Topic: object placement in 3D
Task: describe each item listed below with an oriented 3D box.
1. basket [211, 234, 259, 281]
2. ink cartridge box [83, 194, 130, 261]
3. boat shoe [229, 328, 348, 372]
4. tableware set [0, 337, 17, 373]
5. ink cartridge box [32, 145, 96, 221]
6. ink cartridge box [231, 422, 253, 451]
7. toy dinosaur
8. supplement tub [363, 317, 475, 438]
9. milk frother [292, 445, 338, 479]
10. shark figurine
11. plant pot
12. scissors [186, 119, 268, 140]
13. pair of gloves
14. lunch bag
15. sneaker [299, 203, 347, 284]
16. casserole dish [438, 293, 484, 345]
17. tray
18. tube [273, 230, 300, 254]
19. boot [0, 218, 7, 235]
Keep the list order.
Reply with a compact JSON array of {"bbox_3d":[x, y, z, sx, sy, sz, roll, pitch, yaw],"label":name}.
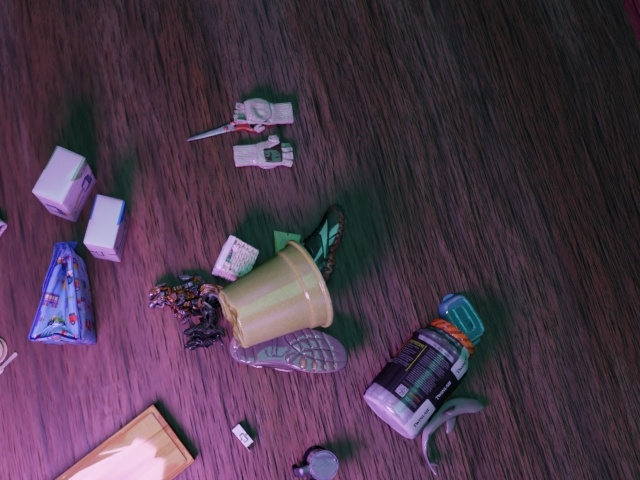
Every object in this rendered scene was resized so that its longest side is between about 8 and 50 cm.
[{"bbox_3d":[-0.262,0.065,1.809,0.103,0.167,0.113,25,74,-10],"label":"basket"},{"bbox_3d":[-0.626,-0.031,1.743,0.086,0.203,0.148,11,75,-10],"label":"ink cartridge box"},{"bbox_3d":[-0.095,0.333,1.793,0.356,0.130,0.132,9,72,-2],"label":"boat shoe"},{"bbox_3d":[-0.980,0.356,1.670,0.128,0.039,0.194,40,73,1],"label":"tableware set"},{"bbox_3d":[-0.752,-0.162,1.746,0.093,0.212,0.154,23,73,-8],"label":"ink cartridge box"},{"bbox_3d":[-0.227,0.584,1.749,0.028,0.048,0.083,-39,87,-16],"label":"ink cartridge box"},{"bbox_3d":[-0.352,0.198,1.774,0.322,0.164,0.218,-8,61,9],"label":"toy dinosaur"},{"bbox_3d":[0.308,0.415,1.805,0.207,0.207,0.338,43,74,2],"label":"supplement tub"},{"bbox_3d":[-0.003,0.688,1.720,0.129,0.135,0.143,-32,84,-15],"label":"milk frother"},{"bbox_3d":[0.381,0.568,1.833,0.166,0.116,0.278,43,72,3],"label":"shark figurine"},{"bbox_3d":[-0.142,0.172,1.677,0.254,0.276,0.276,-23,82,-19],"label":"plant pot"},{"bbox_3d":[-0.296,-0.372,1.977,0.297,0.021,0.109,-34,87,-18],"label":"scissors"},{"bbox_3d":[-0.189,-0.360,1.970,0.204,0.042,0.240,2,83,-13],"label":"pair of gloves"},{"bbox_3d":[-0.712,0.144,1.674,0.138,0.221,0.293,2,76,-10],"label":"lunch bag"},{"bbox_3d":[0.000,0.000,1.899,0.135,0.097,0.276,18,75,-13],"label":"sneaker"},{"bbox_3d":[0.475,0.262,1.960,0.114,0.037,0.188,-29,84,-15],"label":"casserole dish"},{"bbox_3d":[-0.581,0.672,1.651,0.411,0.076,0.202,-37,85,-15],"label":"tray"},{"bbox_3d":[-0.110,0.088,1.888,0.062,0.070,0.240,-8,70,26],"label":"tube"},{"bbox_3d":[-1.043,0.011,1.710,0.123,0.095,0.258,35,72,6],"label":"boot"}]
